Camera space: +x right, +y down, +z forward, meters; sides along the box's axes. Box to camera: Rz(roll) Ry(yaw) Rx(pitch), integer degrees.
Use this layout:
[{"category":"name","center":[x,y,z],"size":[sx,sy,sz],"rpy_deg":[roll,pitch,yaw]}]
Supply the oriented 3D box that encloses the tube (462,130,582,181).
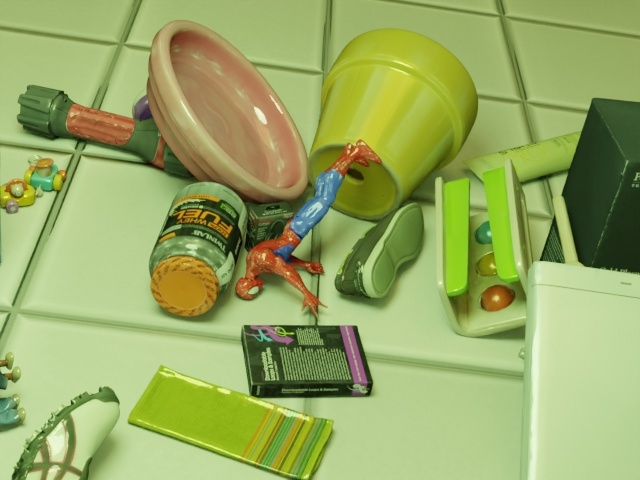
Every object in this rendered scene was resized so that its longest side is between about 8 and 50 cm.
[{"category":"tube","center":[0.375,-0.140,1.897],"size":[0.240,0.062,0.070],"rpy_deg":[-15,3,-23]}]

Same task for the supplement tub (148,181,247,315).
[{"category":"supplement tub","center":[-0.172,0.012,1.505],"size":[0.117,0.117,0.190],"rpy_deg":[10,36,0]}]

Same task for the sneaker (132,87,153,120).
[{"category":"sneaker","center":[-0.199,-0.211,1.827],"size":[0.236,0.095,0.104],"rpy_deg":[-2,45,-17]}]

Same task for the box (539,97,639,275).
[{"category":"box","center":[0.531,-0.017,1.550],"size":[0.343,0.313,0.179],"rpy_deg":[5,36,-8]}]

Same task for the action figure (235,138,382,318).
[{"category":"action figure","center":[0.000,0.000,1.550],"size":[0.280,0.091,0.139],"rpy_deg":[-45,99,-11]}]

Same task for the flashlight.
[{"category":"flashlight","center":[-0.339,-0.185,1.743],"size":[0.304,0.103,0.103],"rpy_deg":[15,32,4]}]

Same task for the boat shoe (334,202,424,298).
[{"category":"boat shoe","center":[0.091,0.010,1.603],"size":[0.068,0.081,0.228],"rpy_deg":[-5,25,30]}]

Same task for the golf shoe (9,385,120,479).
[{"category":"golf shoe","center":[-0.291,0.274,1.161],"size":[0.120,0.105,0.273],"rpy_deg":[35,47,7]}]

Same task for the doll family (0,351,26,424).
[{"category":"doll family","center":[-0.428,0.161,1.275],"size":[0.111,0.076,0.193],"rpy_deg":[3,27,-43]}]

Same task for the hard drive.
[{"category":"hard drive","center":[0.361,0.207,1.295],"size":[0.233,0.047,0.353],"rpy_deg":[8,66,-2]}]

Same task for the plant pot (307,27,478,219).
[{"category":"plant pot","center":[0.098,-0.172,1.731],"size":[0.254,0.254,0.239],"rpy_deg":[20,52,13]}]

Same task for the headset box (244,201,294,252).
[{"category":"headset box","center":[-0.076,-0.019,1.599],"size":[0.062,0.083,0.032],"rpy_deg":[-9,40,-26]}]

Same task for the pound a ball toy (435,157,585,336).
[{"category":"pound a ball toy","center":[0.284,0.018,1.568],"size":[0.208,0.136,0.319],"rpy_deg":[-15,36,16]}]

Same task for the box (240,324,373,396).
[{"category":"box","center":[-0.020,0.158,1.421],"size":[0.162,0.029,0.116],"rpy_deg":[2,36,-13]}]

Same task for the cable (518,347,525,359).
[{"category":"cable","center":[0.402,0.218,1.445],"size":[0.287,0.072,0.139],"rpy_deg":[42,28,19]}]

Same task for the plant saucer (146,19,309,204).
[{"category":"plant saucer","center":[-0.152,-0.185,1.664],"size":[0.332,0.084,0.332],"rpy_deg":[42,26,-27]}]

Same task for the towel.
[{"category":"towel","center":[-0.108,0.222,1.319],"size":[0.237,0.021,0.102],"rpy_deg":[17,36,9]}]

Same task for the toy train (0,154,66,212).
[{"category":"toy train","center":[-0.472,-0.101,1.644],"size":[0.125,0.046,0.166],"rpy_deg":[34,43,28]}]
